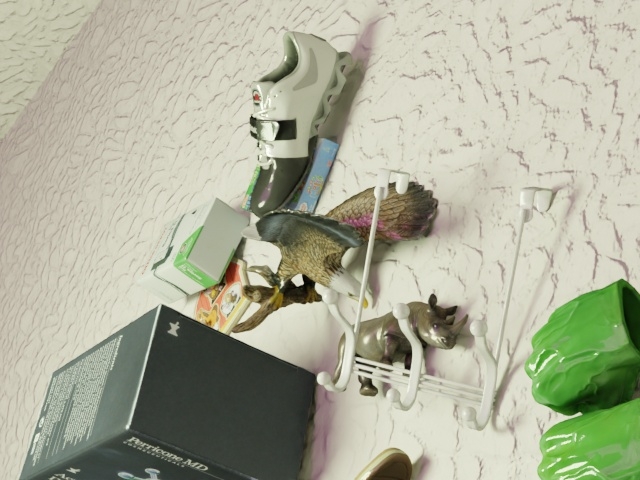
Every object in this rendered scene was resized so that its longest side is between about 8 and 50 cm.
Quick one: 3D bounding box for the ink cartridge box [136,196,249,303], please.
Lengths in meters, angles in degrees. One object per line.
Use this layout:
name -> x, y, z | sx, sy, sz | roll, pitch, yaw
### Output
ink cartridge box -> -0.248, 0.022, 2.221 | 0.208, 0.087, 0.153 | -24, 37, 52

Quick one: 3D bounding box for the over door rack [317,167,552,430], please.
over door rack -> 0.135, 0.059, 1.498 | 0.240, 0.108, 0.324 | 11, 80, 33

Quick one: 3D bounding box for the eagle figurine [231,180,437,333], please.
eagle figurine -> 0.010, 0.006, 1.752 | 0.298, 0.225, 0.226 | -56, 15, 41

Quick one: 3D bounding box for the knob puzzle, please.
knob puzzle -> -0.199, 0.109, 2.175 | 0.213, 0.030, 0.213 | -37, 42, 43

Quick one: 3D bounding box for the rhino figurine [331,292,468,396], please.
rhino figurine -> 0.111, 0.138, 1.605 | 0.243, 0.073, 0.106 | -27, 44, 42

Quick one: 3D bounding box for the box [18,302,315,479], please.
box -> -0.247, 0.301, 1.842 | 0.395, 0.293, 0.212 | -32, 39, 47

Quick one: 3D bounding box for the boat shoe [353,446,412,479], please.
boat shoe -> 0.058, 0.346, 1.572 | 0.190, 0.068, 0.072 | -57, 20, 19

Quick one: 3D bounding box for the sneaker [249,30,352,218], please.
sneaker -> -0.076, -0.204, 1.990 | 0.122, 0.146, 0.330 | 10, 78, 58

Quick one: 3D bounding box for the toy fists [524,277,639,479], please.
toy fists -> 0.301, 0.181, 1.251 | 0.142, 0.096, 0.279 | -30, 44, 34

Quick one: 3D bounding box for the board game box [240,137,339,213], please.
board game box -> -0.058, -0.113, 2.078 | 0.211, 0.039, 0.160 | 18, 86, 59
